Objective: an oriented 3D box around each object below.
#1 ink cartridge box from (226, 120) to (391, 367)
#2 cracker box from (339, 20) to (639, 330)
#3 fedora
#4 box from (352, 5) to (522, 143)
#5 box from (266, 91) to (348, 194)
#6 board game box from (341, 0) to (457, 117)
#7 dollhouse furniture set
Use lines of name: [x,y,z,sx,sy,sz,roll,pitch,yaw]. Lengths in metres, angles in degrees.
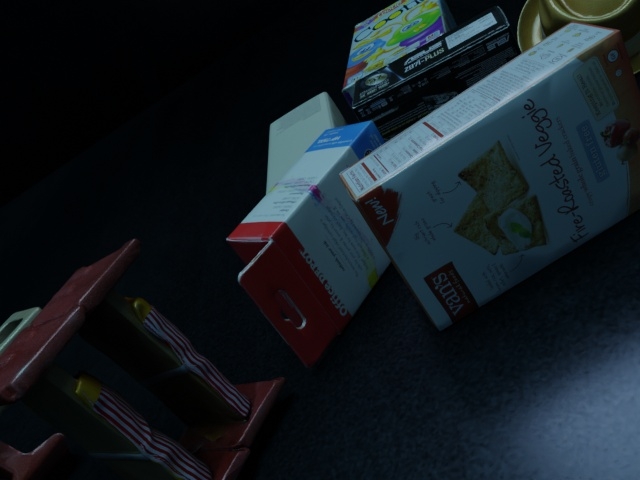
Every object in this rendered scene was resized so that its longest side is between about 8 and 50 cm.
ink cartridge box: [0.000,0.000,0.625,0.078,0.134,0.231,1,44,48]
cracker box: [0.155,-0.049,0.506,0.232,0.155,0.067,-33,28,6]
fedora: [0.314,-0.272,0.694,0.194,0.079,0.194,-14,65,32]
box: [0.148,-0.146,0.677,0.180,0.147,0.077,-25,29,21]
box: [-0.006,-0.110,0.853,0.113,0.094,0.275,-28,28,14]
board game box: [0.133,-0.234,0.841,0.142,0.144,0.275,-24,29,22]
dollhouse furniture set: [-0.247,0.157,0.599,0.374,0.201,0.152,-18,31,42]
